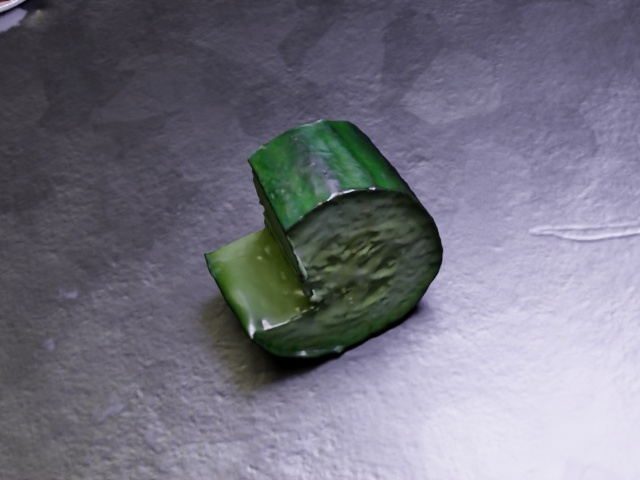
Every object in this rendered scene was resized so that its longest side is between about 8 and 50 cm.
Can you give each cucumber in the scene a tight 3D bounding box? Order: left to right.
[{"bbox_3d":[0.009,-0.005,1.296,0.191,0.191,0.130,-30,58,-13],"label":"cucumber"}]

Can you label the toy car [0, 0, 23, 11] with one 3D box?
[{"bbox_3d":[-0.359,-0.319,1.592,0.112,0.112,0.139,-40,61,-18],"label":"toy car"}]
